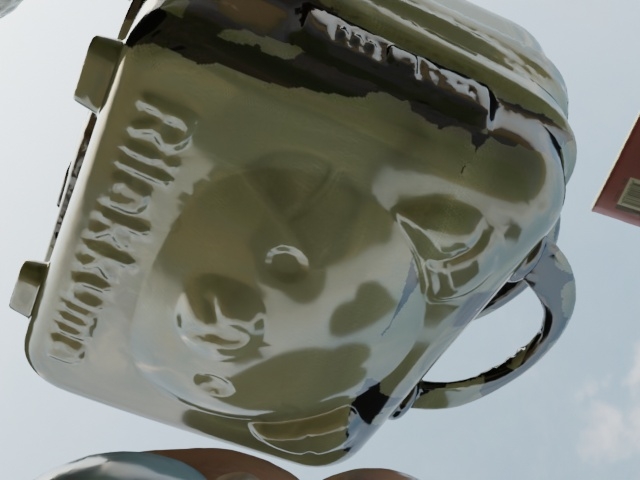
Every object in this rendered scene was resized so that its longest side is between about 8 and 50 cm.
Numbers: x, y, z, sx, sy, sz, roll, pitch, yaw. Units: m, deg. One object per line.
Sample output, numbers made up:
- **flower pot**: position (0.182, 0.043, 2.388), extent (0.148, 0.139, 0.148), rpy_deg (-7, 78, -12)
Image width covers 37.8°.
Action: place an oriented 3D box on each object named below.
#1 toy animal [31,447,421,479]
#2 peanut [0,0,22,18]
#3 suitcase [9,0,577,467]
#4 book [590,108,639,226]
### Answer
- **toy animal**: position (-0.029, 0.186, 0.365), extent (0.229, 0.221, 0.210), rpy_deg (38, -109, 6)
- **peanut**: position (-0.235, -0.183, 0.522), extent (0.319, 0.147, 0.147), rpy_deg (11, -111, 56)
- **suitcase**: position (0.000, 0.000, 0.598), extent (0.339, 0.351, 0.194), rpy_deg (21, -137, -13)
- **book**: position (0.445, -0.066, 1.051), extent (0.232, 0.162, 0.022), rpy_deg (17, -147, 0)
